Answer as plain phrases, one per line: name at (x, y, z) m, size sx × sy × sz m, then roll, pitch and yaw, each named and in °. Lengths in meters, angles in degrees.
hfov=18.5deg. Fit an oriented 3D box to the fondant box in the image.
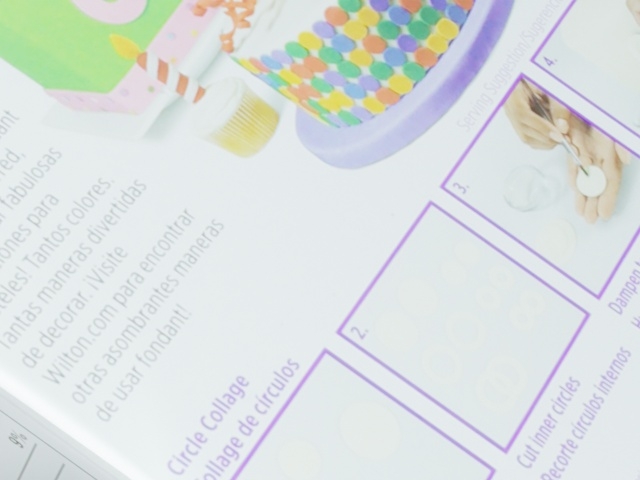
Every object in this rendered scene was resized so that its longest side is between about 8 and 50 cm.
fondant box at (0.000, 0.000, 0.543) m, size 0.330 × 0.096 × 0.238 m, roll 36°, pitch 54°, yaw 1°
